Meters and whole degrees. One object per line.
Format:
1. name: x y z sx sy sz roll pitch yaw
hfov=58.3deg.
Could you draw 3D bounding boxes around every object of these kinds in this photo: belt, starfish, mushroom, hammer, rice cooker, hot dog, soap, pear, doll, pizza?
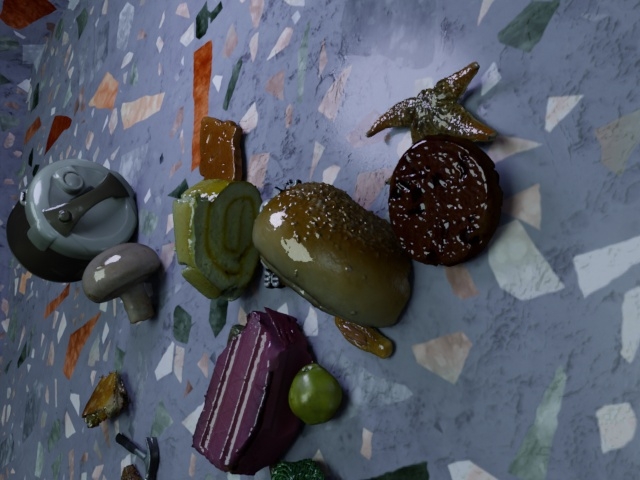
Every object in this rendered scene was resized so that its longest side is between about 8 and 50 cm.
1. belt: -0.023 0.430 0.933 0.151 0.079 0.121 51 130 56
2. starfish: 0.165 -0.169 0.883 0.247 0.050 0.138 -24 63 52
3. mushroom: -0.522 0.110 1.507 0.206 0.206 0.209 -30 59 42
4. hammer: -0.479 0.534 1.478 0.246 0.029 0.103 3 83 51
5. rice cooker: -0.731 -0.059 1.715 0.325 0.335 0.335 -33 57 41
6. hot dog: 0.065 0.154 0.931 0.137 0.028 0.044 31 111 48
7. soap: -0.117 0.265 1.033 0.182 0.112 0.289 8 82 46
8. pear: -0.012 0.254 0.951 0.092 0.092 0.097 -40 53 36
9. doll: -0.081 -0.016 1.116 0.091 0.067 0.220 -7 73 53
10. pizza: -0.586 0.442 1.603 0.226 0.069 0.147 -29 38 38

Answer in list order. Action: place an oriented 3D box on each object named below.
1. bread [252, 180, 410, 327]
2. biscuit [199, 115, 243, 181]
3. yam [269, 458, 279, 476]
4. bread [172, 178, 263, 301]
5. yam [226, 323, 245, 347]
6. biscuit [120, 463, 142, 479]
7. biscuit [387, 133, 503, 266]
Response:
1. bread: -0.005 -0.003 0.922 0.171 0.192 0.314 -59 43 13
2. biscuit: -0.243 -0.209 1.377 0.183 0.043 0.280 -52 41 23
3. yam: -0.090 0.392 1.057 0.021 0.021 0.116 -39 53 37
4. bread: -0.214 -0.001 1.180 0.124 0.185 0.257 0 88 46
5. yam: -0.186 0.303 1.163 0.061 0.061 0.274 25 102 50
6. biscuit: -0.445 0.632 1.405 0.199 0.034 0.064 26 102 50
7. biscuit: 0.170 -0.055 0.814 0.192 0.049 0.192 9 103 44
